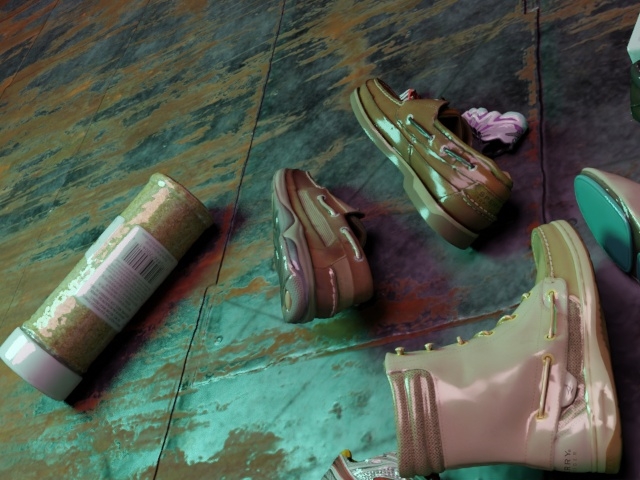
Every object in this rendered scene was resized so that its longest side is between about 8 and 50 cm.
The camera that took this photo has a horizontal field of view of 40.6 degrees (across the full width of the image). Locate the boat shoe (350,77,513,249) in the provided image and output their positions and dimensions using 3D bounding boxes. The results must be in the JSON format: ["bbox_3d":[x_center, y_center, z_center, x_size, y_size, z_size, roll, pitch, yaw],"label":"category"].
[{"bbox_3d":[0.139,-0.121,1.065,0.104,0.110,0.307,-48,46,20],"label":"boat shoe"}]

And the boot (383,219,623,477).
[{"bbox_3d":[0.159,0.096,0.808,0.203,0.095,0.262,-7,52,11],"label":"boot"}]

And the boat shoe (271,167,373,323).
[{"bbox_3d":[0.000,0.000,1.094,0.116,0.123,0.324,-4,31,-5],"label":"boat shoe"}]

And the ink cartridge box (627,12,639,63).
[{"bbox_3d":[0.457,-0.238,0.919,0.208,0.087,0.153,2,55,42],"label":"ink cartridge box"}]

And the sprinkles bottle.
[{"bbox_3d":[-0.313,0.066,1.288,0.355,0.121,0.121,-51,37,-12],"label":"sprinkles bottle"}]

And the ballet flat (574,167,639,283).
[{"bbox_3d":[0.323,0.009,0.815,0.086,0.086,0.248,-32,39,14],"label":"ballet flat"}]

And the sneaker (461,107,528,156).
[{"bbox_3d":[0.204,-0.130,1.082,0.098,0.038,0.069,8,58,47],"label":"sneaker"}]

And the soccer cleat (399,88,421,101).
[{"bbox_3d":[0.115,-0.182,1.227,0.035,0.029,0.083,-13,42,46],"label":"soccer cleat"}]

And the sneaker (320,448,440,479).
[{"bbox_3d":[0.083,0.233,0.787,0.225,0.088,0.093,-3,48,39],"label":"sneaker"}]

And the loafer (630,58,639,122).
[{"bbox_3d":[0.391,-0.102,0.866,0.080,0.078,0.220,-16,48,-12],"label":"loafer"}]
